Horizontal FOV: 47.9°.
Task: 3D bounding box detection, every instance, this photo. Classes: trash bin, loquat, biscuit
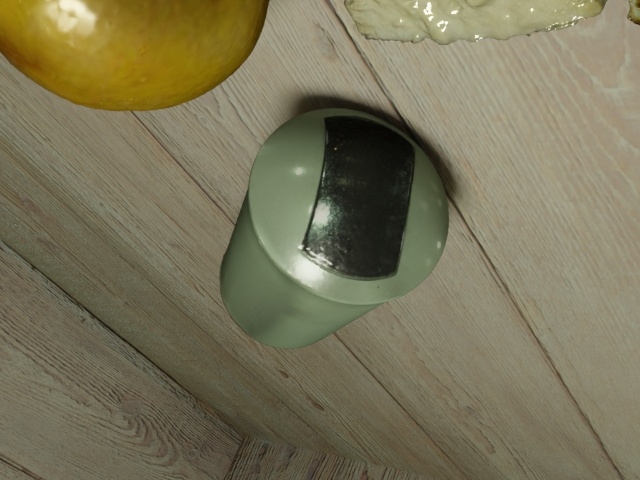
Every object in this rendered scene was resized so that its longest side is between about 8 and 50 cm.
[{"bbox_3d":[0.000,0.000,1.084,0.280,0.280,0.432,29,154,-5],"label":"trash bin"},{"bbox_3d":[-0.211,-0.291,0.741,0.328,0.328,0.359,42,161,-25],"label":"loquat"},{"bbox_3d":[0.117,-0.265,0.705,0.281,0.084,0.179,8,157,45],"label":"biscuit"}]

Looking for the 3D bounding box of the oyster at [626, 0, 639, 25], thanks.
[{"bbox_3d":[0.320,-0.246,0.678,0.086,0.029,0.132,29,154,7],"label":"oyster"}]
